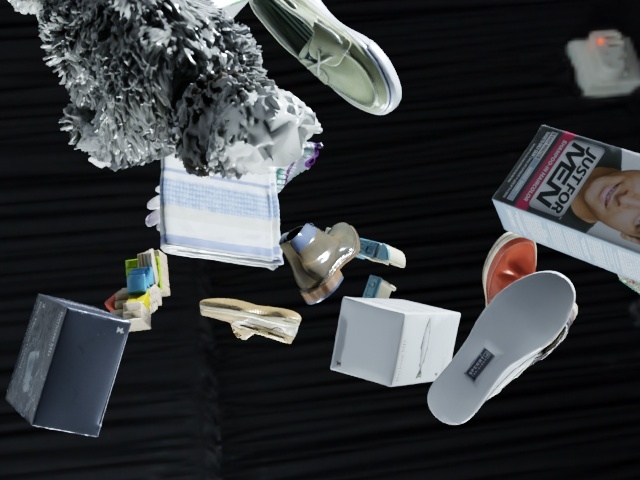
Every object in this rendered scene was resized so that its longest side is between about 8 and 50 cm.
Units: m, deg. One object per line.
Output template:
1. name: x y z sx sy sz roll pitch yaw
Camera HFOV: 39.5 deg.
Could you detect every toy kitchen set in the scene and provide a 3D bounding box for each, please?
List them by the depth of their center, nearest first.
1. toy kitchen set: 0.091 0.075 2.266 0.207 0.122 0.166 13 -98 53

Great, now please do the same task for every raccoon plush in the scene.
1. raccoon plush: -0.166 -0.245 0.861 0.446 0.216 0.299 9 -46 50

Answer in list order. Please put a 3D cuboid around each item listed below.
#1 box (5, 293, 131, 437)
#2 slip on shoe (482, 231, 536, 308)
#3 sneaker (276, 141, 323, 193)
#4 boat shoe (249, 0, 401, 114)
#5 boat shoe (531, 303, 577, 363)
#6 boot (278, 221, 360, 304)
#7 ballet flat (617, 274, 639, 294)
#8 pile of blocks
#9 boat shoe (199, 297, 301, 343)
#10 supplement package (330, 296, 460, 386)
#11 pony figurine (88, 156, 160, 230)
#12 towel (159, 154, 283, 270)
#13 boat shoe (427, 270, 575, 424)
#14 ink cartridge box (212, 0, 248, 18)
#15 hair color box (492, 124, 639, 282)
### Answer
1. box: -0.339 0.162 1.190 0.158 0.093 0.156 7 -100 58
2. slip on shoe: 0.399 0.135 1.854 0.101 0.123 0.331 -132 -138 -59
3. sneaker: -0.068 -0.166 2.119 0.224 0.098 0.083 133 -51 -61
4. boat shoe: 0.001 -0.309 1.448 0.302 0.094 0.109 45 -45 9
5. boat shoe: 0.508 0.244 2.153 0.285 0.103 0.092 -51 180 40
6. boot: 0.000 0.000 1.425 0.106 0.082 0.219 58 26 -18
7. ballet flat: 0.772 0.104 2.039 0.241 0.091 0.077 46 -55 52
8. pile of blocks: -0.448 0.110 2.124 0.362 0.112 0.149 -90 173 -76
9. boat shoe: -0.119 0.137 1.474 0.063 0.170 0.059 -106 -152 -78
10. supplement package: 0.110 0.143 1.278 0.179 0.105 0.105 6 95 -56
11. pony figurine: -0.313 -0.228 2.067 0.303 0.350 0.364 47 27 -45
12. towel: -0.169 -0.090 1.494 0.034 0.209 0.285 131 -40 -51
13. boat shoe: 0.255 0.146 1.235 0.268 0.096 0.088 -57 163 18
14. ink cartridge box: -0.253 -0.497 1.661 0.212 0.093 0.154 53 41 -3
15. hair color box: 0.513 -0.055 1.558 0.374 0.185 0.114 25 -18 36
